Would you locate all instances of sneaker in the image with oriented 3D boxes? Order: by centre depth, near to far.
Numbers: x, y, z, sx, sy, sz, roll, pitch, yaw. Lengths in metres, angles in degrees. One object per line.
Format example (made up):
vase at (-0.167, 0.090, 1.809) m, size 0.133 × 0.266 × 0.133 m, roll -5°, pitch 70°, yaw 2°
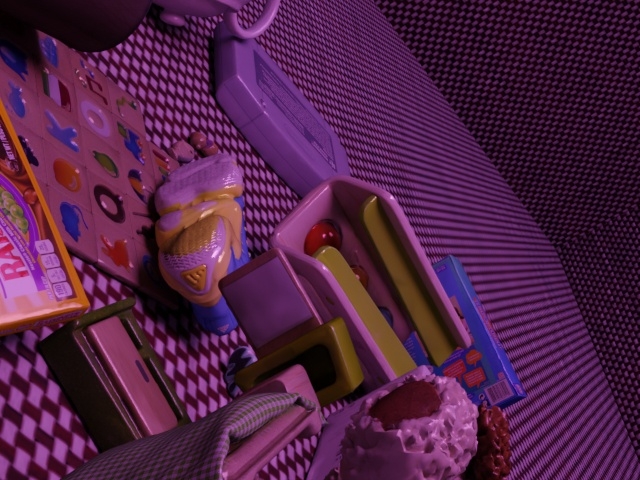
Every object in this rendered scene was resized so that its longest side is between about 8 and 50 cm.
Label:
sneaker at (-0.058, 0.155, 1.052) m, size 0.069 × 0.038 × 0.098 m, roll 26°, pitch 46°, yaw -62°
sneaker at (-0.110, 0.009, 1.064) m, size 0.240 × 0.091 × 0.126 m, roll -87°, pitch 161°, yaw -60°

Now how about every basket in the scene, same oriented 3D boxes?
basket at (-0.284, -0.281, 0.935) m, size 0.204 × 0.154 × 0.227 m, roll 47°, pitch 19°, yaw 32°

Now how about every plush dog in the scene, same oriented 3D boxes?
plush dog at (0.052, 0.228, 0.818) m, size 0.211 × 0.262 × 0.225 m, roll 62°, pitch 22°, yaw 8°

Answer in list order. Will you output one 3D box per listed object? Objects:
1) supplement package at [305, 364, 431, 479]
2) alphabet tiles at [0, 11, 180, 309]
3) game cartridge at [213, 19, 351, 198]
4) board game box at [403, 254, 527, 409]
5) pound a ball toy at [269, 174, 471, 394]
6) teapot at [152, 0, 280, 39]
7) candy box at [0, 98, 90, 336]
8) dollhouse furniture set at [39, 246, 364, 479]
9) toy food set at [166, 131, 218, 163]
supplement package at (0.077, 0.258, 1.082) m, size 0.139 × 0.134 × 0.244 m, roll 55°, pitch 18°, yaw -10°
alphabet tiles at (-0.230, -0.088, 1.017) m, size 0.342 × 0.011 × 0.285 m, roll 38°, pitch 28°, yaw -49°
game cartridge at (-0.053, -0.168, 1.548) m, size 0.294 × 0.060 × 0.196 m, roll 46°, pitch 19°, yaw -35°
board game box at (0.156, 0.149, 1.427) m, size 0.047 × 0.160 × 0.210 m, roll 21°, pitch 42°, yaw -63°
pound a ball toy at (0.018, 0.075, 1.243) m, size 0.135 × 0.208 × 0.319 m, roll 23°, pitch -27°, yaw 49°
teapot at (-0.160, -0.366, 1.371) m, size 0.256 × 0.187 × 0.252 m, roll 16°, pitch 7°, yaw -10°
candy box at (-0.252, -0.027, 0.769) m, size 0.105 × 0.027 × 0.206 m, roll -14°, pitch 71°, yaw -42°
dollhouse furniture set at (-0.113, 0.101, 0.721) m, size 0.151 × 0.197 × 0.301 m, roll 61°, pitch 18°, yaw 2°
toy food set at (-0.135, -0.093, 1.260) m, size 0.078 × 0.019 × 0.122 m, roll 56°, pitch 18°, yaw -8°
